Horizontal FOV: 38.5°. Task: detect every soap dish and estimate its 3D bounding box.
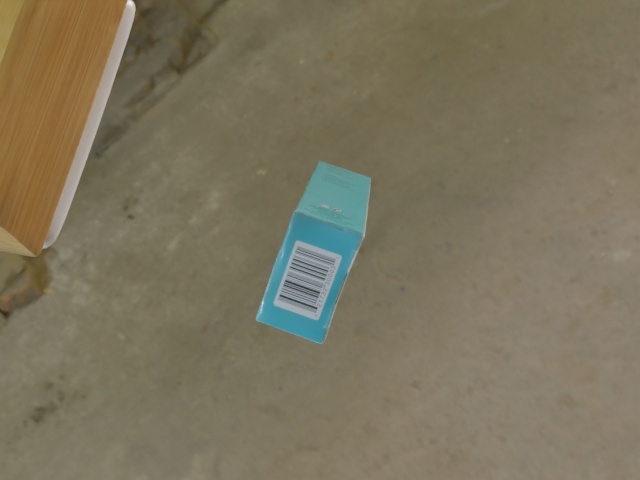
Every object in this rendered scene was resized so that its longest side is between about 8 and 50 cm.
[{"bbox_3d":[-0.322,-0.144,0.881,0.229,0.118,0.291,10,78,30],"label":"soap dish"}]

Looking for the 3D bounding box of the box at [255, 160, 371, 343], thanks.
[{"bbox_3d":[0.000,0.000,0.833,0.060,0.244,0.100,20,104,-1],"label":"box"}]
